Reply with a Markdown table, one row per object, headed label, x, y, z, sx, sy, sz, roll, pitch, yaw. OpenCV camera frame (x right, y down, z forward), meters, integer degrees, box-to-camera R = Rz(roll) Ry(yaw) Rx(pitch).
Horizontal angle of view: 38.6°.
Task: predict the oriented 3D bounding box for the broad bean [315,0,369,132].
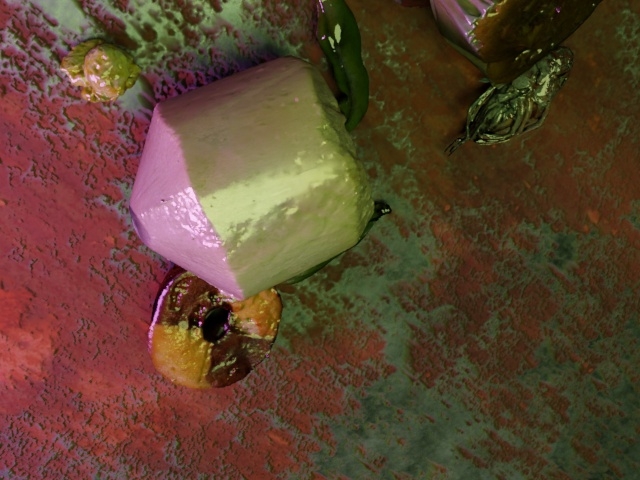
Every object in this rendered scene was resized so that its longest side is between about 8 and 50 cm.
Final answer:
| label | x | y | z | sx | sy | sz | roll | pitch | yaw |
| --- | --- | --- | --- | --- | --- | --- | --- | --- | --- |
| broad bean | 0.025 | -0.201 | 1.039 | 0.061 | 0.046 | 0.195 | -10 | 122 | -13 |

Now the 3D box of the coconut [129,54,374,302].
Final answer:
| label | x | y | z | sx | sy | sz | roll | pitch | yaw |
| --- | --- | --- | --- | --- | --- | --- | --- | --- | --- |
| coconut | -0.084 | -0.060 | 0.977 | 0.244 | 0.239 | 0.239 | -24 | 122 | -3 |

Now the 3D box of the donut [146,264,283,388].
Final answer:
| label | x | y | z | sx | sy | sz | roll | pitch | yaw |
| --- | --- | --- | --- | --- | --- | --- | --- | --- | --- |
| donut | -0.134 | 0.093 | 1.141 | 0.166 | 0.073 | 0.184 | 0 | 117 | -15 |

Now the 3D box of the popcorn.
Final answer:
| label | x | y | z | sx | sy | sz | roll | pitch | yaw |
| --- | --- | --- | --- | --- | --- | --- | --- | --- | --- |
| popcorn | -0.233 | -0.184 | 0.971 | 0.083 | 0.060 | 0.068 | 18 | 144 | 1 |

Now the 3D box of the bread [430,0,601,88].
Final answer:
| label | x | y | z | sx | sy | sz | roll | pitch | yaw |
| --- | --- | --- | --- | --- | --- | --- | --- | --- | --- |
| bread | 0.224 | -0.276 | 0.968 | 0.210 | 0.110 | 0.192 | -44 | 156 | 8 |

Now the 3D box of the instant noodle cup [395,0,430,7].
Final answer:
| label | x | y | z | sx | sy | sz | roll | pitch | yaw |
| --- | --- | --- | --- | --- | --- | --- | --- | --- | --- |
| instant noodle cup | 0.139 | -0.370 | 0.918 | 0.274 | 0.091 | 0.274 | -33 | 157 | -17 |

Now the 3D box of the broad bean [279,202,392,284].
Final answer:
| label | x | y | z | sx | sy | sz | roll | pitch | yaw |
| --- | --- | --- | --- | --- | --- | --- | --- | --- | --- |
| broad bean | 0.000 | 0.000 | 1.114 | 0.213 | 0.070 | 0.048 | -24 | 153 | -29 |

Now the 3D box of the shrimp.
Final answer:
| label | x | y | z | sx | sy | sz | roll | pitch | yaw |
| --- | --- | --- | --- | --- | --- | --- | --- | --- | --- |
| shrimp | 0.226 | -0.164 | 1.104 | 0.190 | 0.075 | 0.073 | -34 | 154 | 16 |
